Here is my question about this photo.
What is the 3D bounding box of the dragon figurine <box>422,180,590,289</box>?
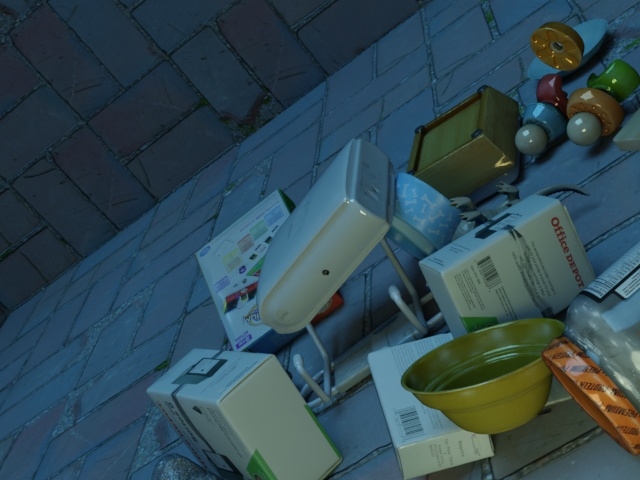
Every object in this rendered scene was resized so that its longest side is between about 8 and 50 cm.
[{"bbox_3d":[0.291,-0.010,1.682,0.289,0.144,0.085,-19,35,-10],"label":"dragon figurine"}]

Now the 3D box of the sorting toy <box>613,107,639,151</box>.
[{"bbox_3d":[0.615,-0.206,1.528,0.257,0.089,0.255,-46,20,-16],"label":"sorting toy"}]

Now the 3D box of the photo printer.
[{"bbox_3d":[0.000,0.000,1.756,0.307,0.107,0.256,-51,15,28],"label":"photo printer"}]

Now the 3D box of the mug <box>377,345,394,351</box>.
[{"bbox_3d":[0.121,0.196,1.624,0.078,0.064,0.062,-38,19,8],"label":"mug"}]

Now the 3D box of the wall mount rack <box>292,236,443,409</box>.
[{"bbox_3d":[0.063,0.128,1.787,0.350,0.130,0.304,-36,16,10],"label":"wall mount rack"}]

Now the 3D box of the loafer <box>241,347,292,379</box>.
[{"bbox_3d":[-0.114,0.262,1.870,0.268,0.102,0.092,-165,95,-87],"label":"loafer"}]

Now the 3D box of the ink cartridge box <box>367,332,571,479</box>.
[{"bbox_3d":[0.202,0.211,1.453,0.239,0.060,0.275,-15,21,0],"label":"ink cartridge box"}]

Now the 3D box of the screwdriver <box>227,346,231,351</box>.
[{"bbox_3d":[-0.228,0.275,2.173,0.024,0.025,0.170,-24,26,40],"label":"screwdriver"}]

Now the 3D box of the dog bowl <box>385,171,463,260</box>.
[{"bbox_3d":[0.171,-0.033,1.827,0.074,0.166,0.297,-52,3,-7],"label":"dog bowl"}]

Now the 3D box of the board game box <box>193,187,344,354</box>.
[{"bbox_3d":[-0.114,0.074,2.131,0.242,0.064,0.316,-37,46,11],"label":"board game box"}]

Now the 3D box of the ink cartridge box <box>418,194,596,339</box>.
[{"bbox_3d":[0.269,0.049,1.473,0.208,0.153,0.087,-29,17,-11],"label":"ink cartridge box"}]

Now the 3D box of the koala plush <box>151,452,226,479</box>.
[{"bbox_3d":[-0.205,0.451,1.529,0.221,0.203,0.196,-58,22,-12],"label":"koala plush"}]

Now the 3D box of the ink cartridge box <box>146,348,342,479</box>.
[{"bbox_3d":[-0.129,0.291,1.648,0.121,0.211,0.289,-40,16,-27],"label":"ink cartridge box"}]

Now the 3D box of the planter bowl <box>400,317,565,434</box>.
[{"bbox_3d":[0.216,0.181,1.286,0.217,0.090,0.217,-20,8,3],"label":"planter bowl"}]

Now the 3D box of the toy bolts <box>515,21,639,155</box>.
[{"bbox_3d":[0.421,-0.252,1.863,0.158,0.218,0.228,-54,5,-21],"label":"toy bolts"}]

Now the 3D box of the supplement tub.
[{"bbox_3d":[0.411,0.077,1.138,0.316,0.193,0.193,-42,19,0],"label":"supplement tub"}]

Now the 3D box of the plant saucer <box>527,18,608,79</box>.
[{"bbox_3d":[0.529,-0.391,2.176,0.195,0.037,0.195,-36,19,14],"label":"plant saucer"}]

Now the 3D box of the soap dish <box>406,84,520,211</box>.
[{"bbox_3d":[0.282,-0.176,2.050,0.229,0.118,0.291,-31,20,26],"label":"soap dish"}]
